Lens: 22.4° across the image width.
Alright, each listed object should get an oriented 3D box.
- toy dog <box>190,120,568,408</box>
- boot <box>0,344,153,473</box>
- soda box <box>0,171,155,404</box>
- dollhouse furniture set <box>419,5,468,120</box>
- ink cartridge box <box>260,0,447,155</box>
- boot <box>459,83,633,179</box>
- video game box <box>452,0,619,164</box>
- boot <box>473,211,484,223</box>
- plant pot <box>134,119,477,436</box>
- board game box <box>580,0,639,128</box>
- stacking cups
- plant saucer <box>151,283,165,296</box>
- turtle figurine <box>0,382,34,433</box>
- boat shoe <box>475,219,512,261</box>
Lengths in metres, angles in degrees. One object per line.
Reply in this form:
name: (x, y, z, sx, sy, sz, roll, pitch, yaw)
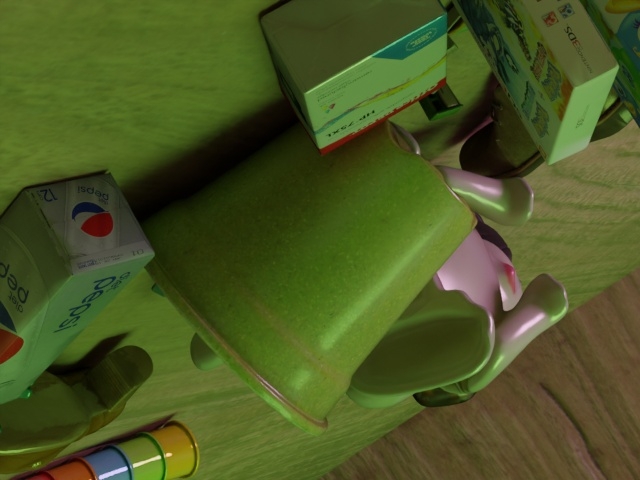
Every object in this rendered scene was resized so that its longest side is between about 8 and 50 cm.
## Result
toy dog: (0.092, 0.083, 1.831, 0.395, 0.284, 0.408, -37, 161, 19)
boot: (-0.342, 0.225, 1.887, 0.211, 0.104, 0.295, -41, 167, 37)
soda box: (-0.270, 0.056, 1.455, 0.098, 0.091, 0.286, -15, 160, -46)
dollhouse furniture set: (0.137, -0.179, 1.536, 0.076, 0.058, 0.151, -20, 163, -38)
ink cartridge box: (0.034, -0.152, 1.375, 0.134, 0.078, 0.231, -30, 167, -2)
boot: (0.230, -0.149, 1.806, 0.305, 0.115, 0.112, -30, -147, 58)
video game box: (0.172, -0.177, 1.347, 0.048, 0.187, 0.205, -29, 166, -5)
boot: (0.092, 0.058, 2.249, 0.229, 0.091, 0.263, -5, 146, -43)
plant pot: (0.000, 0.000, 1.530, 0.254, 0.276, 0.276, -42, 165, 4)
board game box: (0.297, -0.196, 1.347, 0.144, 0.275, 0.142, -31, 166, 3)
stacking cups: (-0.332, 0.347, 2.417, 0.316, 0.096, 0.096, -10, 157, -42)
plant saucer: (-0.100, 0.018, 1.837, 0.192, 0.018, 0.067, -23, 165, -33)
turtle figurine: (-0.393, 0.181, 1.598, 0.175, 0.118, 0.234, -30, 176, 28)
boat shoe: (0.099, 0.054, 2.139, 0.324, 0.122, 0.120, -13, 144, -28)
